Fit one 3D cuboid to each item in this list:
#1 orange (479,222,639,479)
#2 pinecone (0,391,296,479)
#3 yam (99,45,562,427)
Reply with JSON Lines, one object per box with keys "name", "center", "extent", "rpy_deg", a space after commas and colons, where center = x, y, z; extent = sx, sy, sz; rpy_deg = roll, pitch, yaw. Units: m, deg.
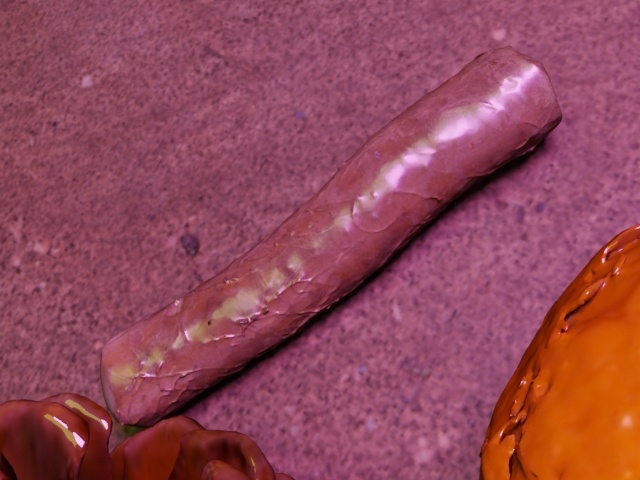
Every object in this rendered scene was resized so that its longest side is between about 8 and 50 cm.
{"name": "orange", "center": [0.234, 0.132, 0.358], "extent": [0.340, 0.293, 0.341], "rpy_deg": [-16, 47, 18]}
{"name": "pinecone", "center": [-0.139, 0.233, 0.427], "extent": [0.384, 0.384, 0.384], "rpy_deg": [-8, 65, 19]}
{"name": "yam", "center": [0.000, 0.000, 0.632], "extent": [0.356, 0.081, 0.081], "rpy_deg": [-36, 60, 4]}
